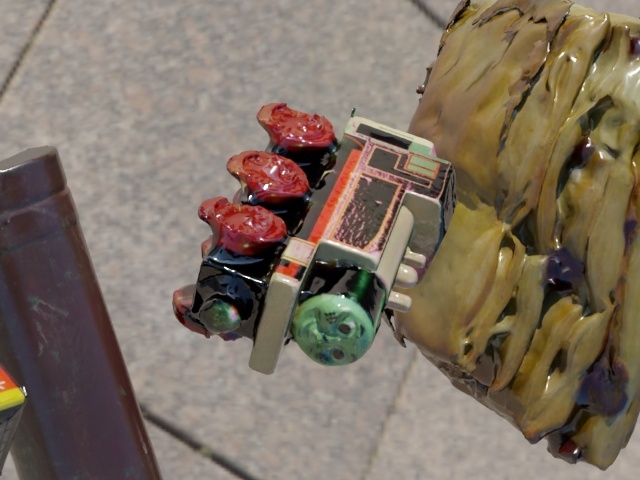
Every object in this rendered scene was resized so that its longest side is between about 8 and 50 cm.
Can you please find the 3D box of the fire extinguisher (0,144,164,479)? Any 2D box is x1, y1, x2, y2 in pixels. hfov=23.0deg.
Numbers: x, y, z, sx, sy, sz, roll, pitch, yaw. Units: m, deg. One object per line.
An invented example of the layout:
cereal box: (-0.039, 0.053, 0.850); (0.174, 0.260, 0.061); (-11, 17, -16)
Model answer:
fire extinguisher: (-0.138, 0.089, 0.813); (0.072, 0.089, 0.267); (-43, 120, -65)

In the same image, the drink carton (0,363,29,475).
drink carton: (-0.198, 0.074, 0.579); (0.166, 0.071, 0.056); (-16, 138, -44)

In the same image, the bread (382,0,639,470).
bread: (0.137, -0.020, 1.156); (0.167, 0.277, 0.324); (5, 100, -22)

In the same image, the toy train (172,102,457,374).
toy train: (0.000, 0.000, 0.587); (0.087, 0.050, 0.138); (19, 34, 5)
